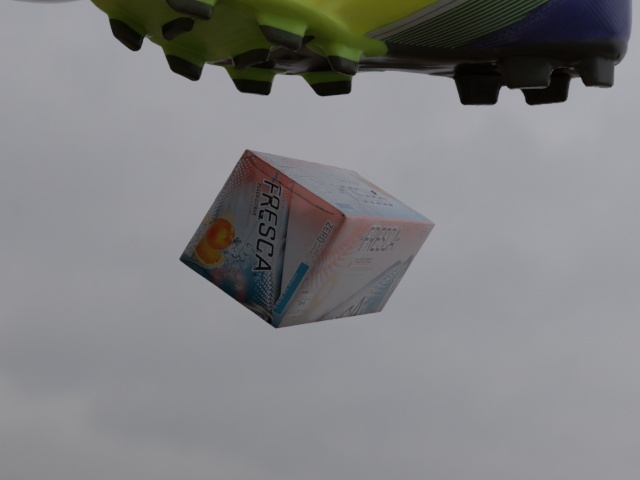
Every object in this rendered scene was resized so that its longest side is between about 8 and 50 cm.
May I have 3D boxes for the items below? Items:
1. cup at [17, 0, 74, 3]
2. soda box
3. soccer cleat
[{"bbox_3d":[-0.271,-0.364,1.409,0.331,0.331,0.237,27,18,-40],"label":"cup"},{"bbox_3d":[0.000,0.000,0.712,0.058,0.063,0.183,34,9,15],"label":"soda box"},{"bbox_3d":[0.023,-0.132,0.676,0.289,0.121,0.093,2,-7,-29],"label":"soccer cleat"}]
